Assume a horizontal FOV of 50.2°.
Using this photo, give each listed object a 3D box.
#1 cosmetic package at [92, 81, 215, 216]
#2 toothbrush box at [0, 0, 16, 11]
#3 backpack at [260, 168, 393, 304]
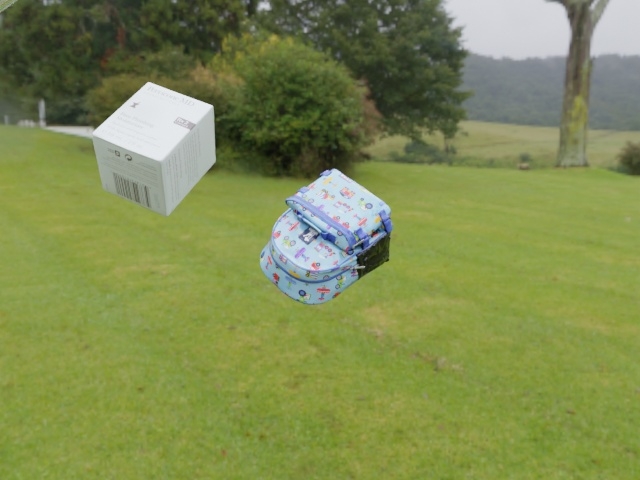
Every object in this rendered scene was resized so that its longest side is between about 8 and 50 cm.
[{"bbox_3d":[-0.313,-0.176,1.313,0.151,0.151,0.184,22,51,11],"label":"cosmetic package"},{"bbox_3d":[-0.551,-0.499,1.014,0.122,0.283,0.206,-48,22,-21],"label":"toothbrush box"},{"bbox_3d":[0.000,0.000,0.992,0.173,0.117,0.158,-35,60,-26],"label":"backpack"}]
